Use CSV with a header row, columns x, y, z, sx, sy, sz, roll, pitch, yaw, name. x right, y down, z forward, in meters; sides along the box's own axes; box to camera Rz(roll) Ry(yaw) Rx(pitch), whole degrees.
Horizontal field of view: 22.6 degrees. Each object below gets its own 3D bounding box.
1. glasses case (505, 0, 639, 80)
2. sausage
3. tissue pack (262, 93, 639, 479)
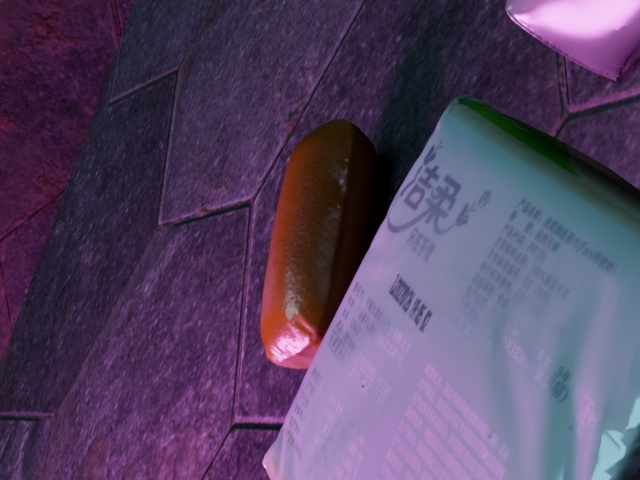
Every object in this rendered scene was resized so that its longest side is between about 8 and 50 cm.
x,y,z,sx,sy,sz,roll,pitch,yaw,name
0.279,-0.241,1.227,0.308,0.128,0.083,-37,11,50,glasses case
0.000,0.000,1.614,0.105,0.105,0.274,-36,37,51,sausage
0.151,0.126,1.017,0.331,0.205,0.405,-62,22,9,tissue pack
